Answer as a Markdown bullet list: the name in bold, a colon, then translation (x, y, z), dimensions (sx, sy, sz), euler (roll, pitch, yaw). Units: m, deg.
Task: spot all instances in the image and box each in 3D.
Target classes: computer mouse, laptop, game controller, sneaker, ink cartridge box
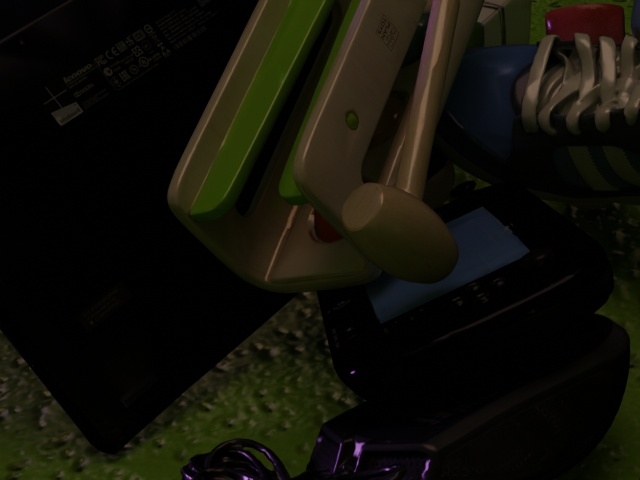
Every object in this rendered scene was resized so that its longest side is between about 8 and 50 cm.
- **computer mouse**: translation (0.070, 0.121, 0.797), dimensions (0.272, 0.072, 0.188), euler (-23, 12, -26)
- **laptop**: translation (-0.191, -0.092, 1.051), dimensions (0.382, 0.408, 0.236), euler (-40, 6, -35)
- **game controller**: translation (0.080, 0.024, 0.892), dimensions (0.166, 0.067, 0.319), euler (-17, 10, 0)
- **sneaker**: translation (0.230, -0.114, 0.957), dimensions (0.323, 0.236, 0.130), euler (17, 67, 9)
- **ink cartridge box**: translation (0.121, -0.211, 1.417), dimensions (0.140, 0.082, 0.191), euler (10, 30, 25)

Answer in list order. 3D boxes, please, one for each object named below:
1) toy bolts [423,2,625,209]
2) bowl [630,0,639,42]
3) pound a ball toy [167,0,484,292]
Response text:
- **toy bolts**: translation (0.166, -0.091, 1.183), dimensions (0.229, 0.158, 0.218), euler (-4, -15, 23)
- **bowl**: translation (0.386, -0.177, 1.152), dimensions (0.312, 0.163, 0.311), euler (26, 13, -6)
- **pound a ball toy**: translation (0.045, -0.086, 0.921), dimensions (0.208, 0.136, 0.319), euler (-9, 48, 41)
